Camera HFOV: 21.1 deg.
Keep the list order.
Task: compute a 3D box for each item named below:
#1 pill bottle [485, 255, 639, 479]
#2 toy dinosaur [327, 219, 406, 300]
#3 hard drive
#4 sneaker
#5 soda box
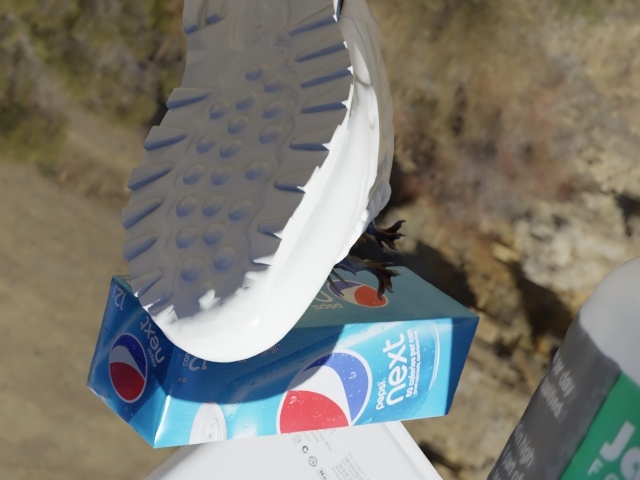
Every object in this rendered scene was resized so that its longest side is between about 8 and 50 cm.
[{"bbox_3d":[0.154,0.132,0.644,0.204,0.361,0.204,26,-168,-6],"label":"pill bottle"},{"bbox_3d":[0.000,0.000,0.785,0.082,0.047,0.090,21,170,-29],"label":"toy dinosaur"},{"bbox_3d":[-0.033,0.226,1.282,0.203,0.307,0.040,54,139,-2],"label":"hard drive"},{"bbox_3d":[-0.008,-0.028,0.650,0.090,0.235,0.095,-14,125,20],"label":"sneaker"},{"bbox_3d":[-0.017,0.060,0.935,0.210,0.067,0.071,-2,-154,-40],"label":"soda box"}]
